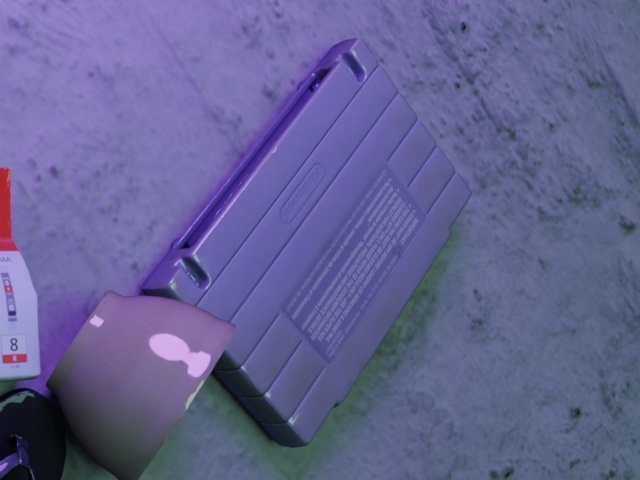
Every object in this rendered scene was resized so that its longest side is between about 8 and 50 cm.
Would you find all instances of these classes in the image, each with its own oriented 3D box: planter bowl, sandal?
[{"bbox_3d":[-0.160,0.110,1.199,0.109,0.162,0.162,33,61,-3],"label":"planter bowl"},{"bbox_3d":[-0.274,0.234,1.135,0.097,0.054,0.254,45,59,-29],"label":"sandal"}]

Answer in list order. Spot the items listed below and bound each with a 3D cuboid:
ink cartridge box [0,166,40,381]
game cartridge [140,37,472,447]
[{"bbox_3d":[-0.297,0.026,1.148,0.145,0.045,0.179,0,88,-42],"label":"ink cartridge box"},{"bbox_3d":[0.000,0.000,1.402,0.230,0.068,0.355,54,54,-27],"label":"game cartridge"}]
